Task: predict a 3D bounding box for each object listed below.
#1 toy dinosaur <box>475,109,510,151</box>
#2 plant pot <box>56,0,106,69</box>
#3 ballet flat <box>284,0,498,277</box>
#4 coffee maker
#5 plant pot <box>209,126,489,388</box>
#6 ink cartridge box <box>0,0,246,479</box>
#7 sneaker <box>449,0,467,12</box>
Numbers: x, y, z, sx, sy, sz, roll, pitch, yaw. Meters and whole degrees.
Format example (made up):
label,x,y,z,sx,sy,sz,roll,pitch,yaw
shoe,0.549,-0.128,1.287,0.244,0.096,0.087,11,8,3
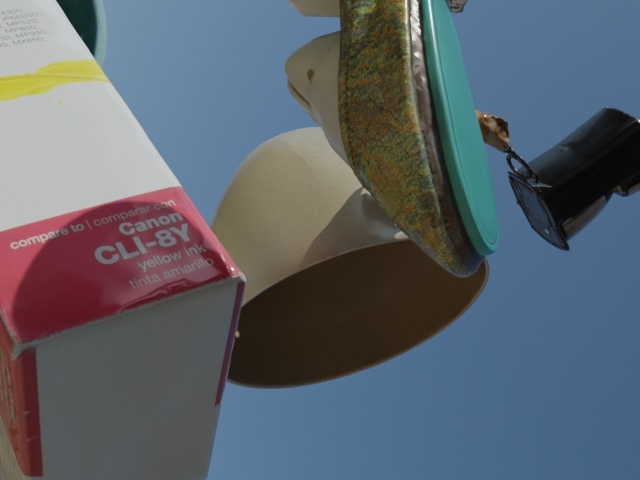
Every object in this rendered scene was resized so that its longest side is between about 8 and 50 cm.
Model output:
label,x,y,z,sx,sy,sz,roll,pitch,yaw
toy dinosaur,0.080,-0.112,0.782,0.064,0.211,0.112,17,-96,45
plant pot,-0.482,-0.225,1.076,0.334,0.341,0.341,-17,-105,45
ballet flat,0.032,-0.134,0.544,0.123,0.123,0.349,-39,-133,55
coffee maker,0.359,-0.099,1.256,0.120,0.178,0.171,50,-6,37
plant pot,0.000,0.000,0.929,0.284,0.284,0.191,-56,-133,47
ink cartridge box,-0.232,0.004,0.745,0.385,0.160,0.279,52,-33,31
sneaker,0.286,-0.399,1.122,0.410,0.182,0.158,-16,-123,25
